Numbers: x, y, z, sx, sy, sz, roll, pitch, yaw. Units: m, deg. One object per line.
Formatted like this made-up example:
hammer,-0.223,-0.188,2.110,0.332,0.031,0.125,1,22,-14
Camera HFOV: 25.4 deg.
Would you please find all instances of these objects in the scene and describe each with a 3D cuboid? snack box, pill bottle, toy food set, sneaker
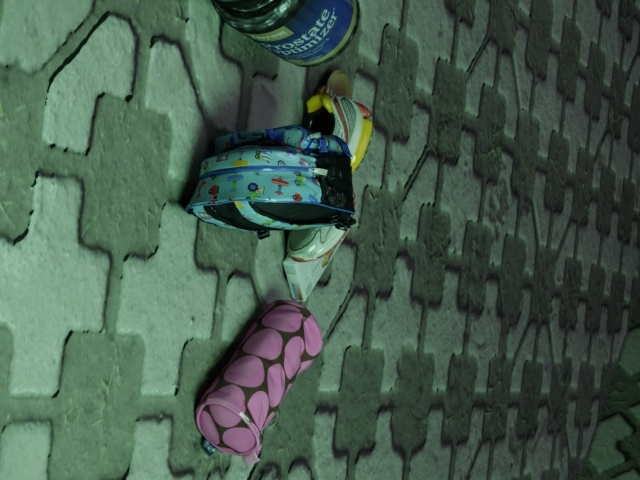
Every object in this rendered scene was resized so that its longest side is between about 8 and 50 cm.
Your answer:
snack box,0.000,0.000,1.880,0.178,0.022,0.064,-58,144,-45
pill bottle,-0.049,-0.279,1.590,0.219,0.123,0.123,20,77,-65
toy food set,0.019,-0.185,1.884,0.082,0.020,0.083,67,36,-47
sneaker,-0.008,-0.081,1.796,0.093,0.088,0.225,25,71,-43

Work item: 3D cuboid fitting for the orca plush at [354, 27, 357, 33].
orca plush,0.020,-0.366,1.747,0.151,0.102,0.287,-41,132,-57

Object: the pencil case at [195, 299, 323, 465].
pencil case,-0.067,0.165,1.688,0.098,0.095,0.209,48,44,-12

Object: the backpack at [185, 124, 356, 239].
backpack,-0.064,-0.067,1.582,0.173,0.158,0.117,6,82,-54
